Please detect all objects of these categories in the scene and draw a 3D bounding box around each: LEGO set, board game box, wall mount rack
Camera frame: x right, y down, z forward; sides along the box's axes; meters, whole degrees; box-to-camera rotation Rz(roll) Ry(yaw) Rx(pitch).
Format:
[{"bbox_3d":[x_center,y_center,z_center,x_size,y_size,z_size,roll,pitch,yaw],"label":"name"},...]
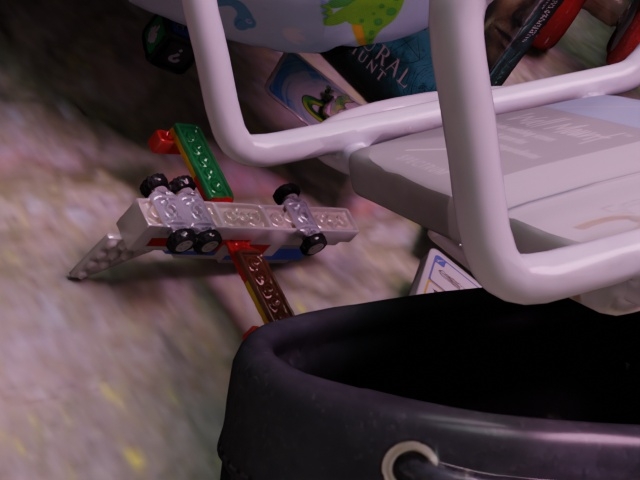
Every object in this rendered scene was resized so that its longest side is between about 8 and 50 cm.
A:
[{"bbox_3d":[0.000,0.000,0.668,0.244,0.060,0.182,38,33,-10],"label":"LEGO set"},{"bbox_3d":[0.040,-0.154,0.803,0.186,0.126,0.026,47,30,23],"label":"board game box"},{"bbox_3d":[0.131,-0.081,0.464,0.304,0.130,0.350,-15,18,-19],"label":"wall mount rack"}]

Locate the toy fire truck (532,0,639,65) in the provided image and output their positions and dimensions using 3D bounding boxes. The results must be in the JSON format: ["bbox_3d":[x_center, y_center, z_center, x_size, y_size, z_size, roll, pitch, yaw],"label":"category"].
[{"bbox_3d":[0.267,-0.222,0.945,0.169,0.254,0.302,33,35,2],"label":"toy fire truck"}]

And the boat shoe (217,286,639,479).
[{"bbox_3d":[0.180,0.051,0.516,0.500,0.156,0.187,-12,19,-27],"label":"boat shoe"}]

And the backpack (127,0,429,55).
[{"bbox_3d":[-0.039,-0.228,0.666,0.290,0.273,0.355,-31,62,-27],"label":"backpack"}]
